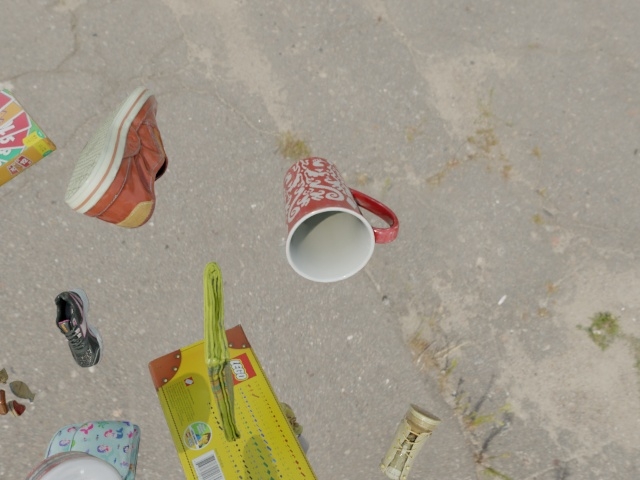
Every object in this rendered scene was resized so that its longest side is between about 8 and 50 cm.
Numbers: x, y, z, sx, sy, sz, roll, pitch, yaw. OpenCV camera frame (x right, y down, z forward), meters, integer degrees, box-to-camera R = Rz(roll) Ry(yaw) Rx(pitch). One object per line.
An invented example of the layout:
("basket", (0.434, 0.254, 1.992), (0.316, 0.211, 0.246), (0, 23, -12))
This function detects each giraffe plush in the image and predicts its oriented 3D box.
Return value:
("giraffe plush", (-0.162, 0.627, 1.667), (0.170, 0.181, 0.210), (-34, 44, 11))

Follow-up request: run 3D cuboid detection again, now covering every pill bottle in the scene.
("pill bottle", (-0.322, 0.326, 0.611), (0.108, 0.180, 0.108), (13, 67, -32))

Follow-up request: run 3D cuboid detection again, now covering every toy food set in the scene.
("toy food set", (-0.567, 0.273, 0.856), (0.019, 0.122, 0.078), (-16, 37, 7))

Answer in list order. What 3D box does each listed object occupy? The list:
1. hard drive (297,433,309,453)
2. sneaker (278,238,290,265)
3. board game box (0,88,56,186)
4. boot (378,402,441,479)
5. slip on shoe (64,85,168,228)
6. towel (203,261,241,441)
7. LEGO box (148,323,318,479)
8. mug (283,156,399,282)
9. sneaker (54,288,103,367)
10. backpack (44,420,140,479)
("hard drive", (-0.091, 0.720, 1.509), (0.054, 0.255, 0.172), (19, 85, 9))
("sneaker", (-0.001, -0.001, 1.172), (0.161, 0.282, 0.102), (-33, 105, -14))
("board game box", (-0.491, -0.087, 0.629), (0.259, 0.039, 0.124), (-42, 68, -12))
("boot", (0.240, 0.559, 1.322), (0.095, 0.262, 0.203), (29, 75, 13))
("slip on shoe", (-0.280, -0.129, 0.710), (0.123, 0.101, 0.331), (-40, 35, 17))
("towel", (-0.101, 0.129, 0.507), (0.021, 0.237, 0.102), (-4, 53, -9))
("LEGO box", (-0.137, 0.481, 0.922), (0.193, 0.372, 0.500), (-20, 55, -22))
("mug", (0.015, -0.031, 0.671), (0.150, 0.113, 0.169), (24, 27, -24))
("sneaker", (-0.533, 0.192, 1.036), (0.072, 0.077, 0.178), (-24, 84, 0))
("backpack", (-0.670, 0.645, 1.409), (0.253, 0.191, 0.225), (9, 40, -18))
